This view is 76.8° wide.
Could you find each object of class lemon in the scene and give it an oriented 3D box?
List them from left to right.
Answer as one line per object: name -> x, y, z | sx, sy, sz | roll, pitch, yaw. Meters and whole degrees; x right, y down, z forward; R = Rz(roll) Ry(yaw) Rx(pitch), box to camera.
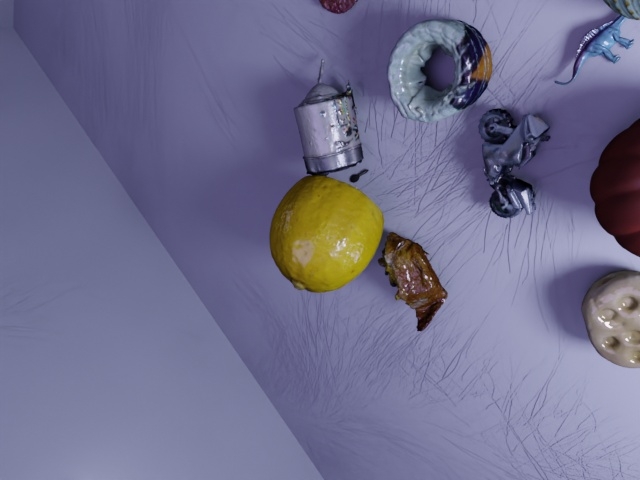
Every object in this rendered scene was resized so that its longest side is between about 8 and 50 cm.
lemon -> 0.000, 0.000, 1.249 | 0.365, 0.364, 0.363 | 20, 125, 32

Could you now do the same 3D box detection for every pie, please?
pie -> 0.046, -0.691, 1.083 | 0.155, 0.036, 0.154 | 20, 125, 30

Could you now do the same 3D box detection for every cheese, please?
cheese -> 0.728, 0.182, 0.931 | 0.218, 0.117, 0.234 | 14, 121, 34

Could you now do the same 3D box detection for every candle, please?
candle -> 0.017, -0.361, 1.194 | 0.188, 0.187, 0.329 | 3, 114, 40

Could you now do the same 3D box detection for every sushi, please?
sushi -> 0.276, 0.116, 1.265 | 0.179, 0.167, 0.296 | -27, 103, 26

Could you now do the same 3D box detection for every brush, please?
brush -> 0.126, -0.209, 1.306 | 0.083, 0.008, 0.024 | -27, 92, 46

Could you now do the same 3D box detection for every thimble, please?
thimble -> 0.276, -0.399, 0.969 | 0.238, 0.150, 0.237 | 22, 127, 31

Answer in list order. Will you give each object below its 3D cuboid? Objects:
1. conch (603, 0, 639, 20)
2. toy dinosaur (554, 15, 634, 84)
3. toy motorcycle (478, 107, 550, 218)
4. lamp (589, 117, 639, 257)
conch -> 0.592, -0.446, 0.681 | 0.131, 0.200, 0.172 | 34, 109, -18
toy dinosaur -> 0.563, -0.389, 0.804 | 0.080, 0.045, 0.197 | 50, 128, 17
toy motorcycle -> 0.466, -0.185, 0.961 | 0.159, 0.106, 0.270 | -2, 108, 48
lamp -> 0.663, -0.097, 0.723 | 0.304, 0.257, 0.302 | -1, 86, 13
